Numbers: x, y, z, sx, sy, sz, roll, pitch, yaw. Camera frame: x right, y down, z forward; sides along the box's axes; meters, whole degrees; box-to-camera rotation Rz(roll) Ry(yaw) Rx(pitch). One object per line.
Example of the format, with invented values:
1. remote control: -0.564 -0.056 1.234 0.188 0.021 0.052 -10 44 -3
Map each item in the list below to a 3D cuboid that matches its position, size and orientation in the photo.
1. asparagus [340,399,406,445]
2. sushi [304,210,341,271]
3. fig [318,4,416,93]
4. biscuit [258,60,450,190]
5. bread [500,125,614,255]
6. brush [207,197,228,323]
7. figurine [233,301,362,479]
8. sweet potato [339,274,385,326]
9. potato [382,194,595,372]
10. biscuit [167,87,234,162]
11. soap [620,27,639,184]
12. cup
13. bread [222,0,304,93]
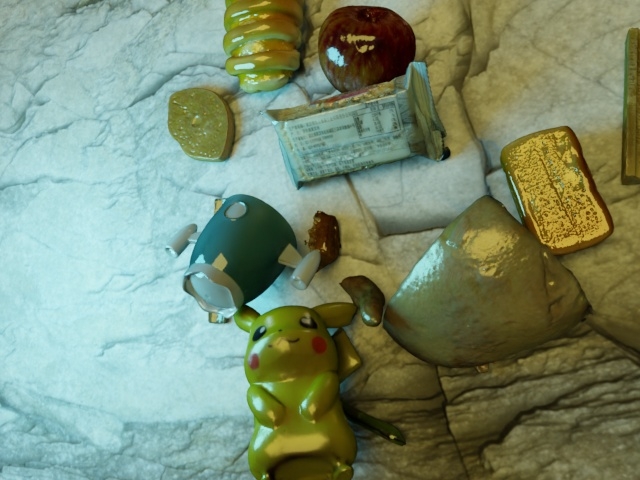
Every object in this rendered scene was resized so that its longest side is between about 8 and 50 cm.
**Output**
1. asparagus: 0.043 0.283 0.908 0.236 0.027 0.034 25 104 27
2. sushi: 0.002 0.002 0.980 0.060 0.061 0.118 -9 54 29
3. fig: 0.083 -0.315 0.981 0.175 0.207 0.175 -1 42 1
4. biscuit: 0.057 -0.187 0.943 0.309 0.186 0.079 -12 36 19
5. bread: 0.362 -0.074 0.835 0.116 0.077 0.200 -19 73 16
6. brush: -0.192 0.040 1.062 0.043 0.036 0.248 -2 84 26
7. figurine: -0.028 0.224 0.851 0.218 0.169 0.327 -9 66 0
8. sweet potato: 0.079 0.099 0.883 0.053 0.182 0.054 -35 107 0
9. potato: 0.225 0.105 0.786 0.264 0.189 0.211 -42 66 9
10. biscuit: -0.257 -0.254 1.157 0.142 0.029 0.221 -47 65 7
11. soap: 0.519 -0.210 0.824 0.092 0.037 0.252 4 79 22
12. cup: -0.149 0.035 0.932 0.299 0.167 0.173 12 47 26
13. bread: -0.118 -0.458 1.098 0.173 0.121 0.311 -5 77 20
